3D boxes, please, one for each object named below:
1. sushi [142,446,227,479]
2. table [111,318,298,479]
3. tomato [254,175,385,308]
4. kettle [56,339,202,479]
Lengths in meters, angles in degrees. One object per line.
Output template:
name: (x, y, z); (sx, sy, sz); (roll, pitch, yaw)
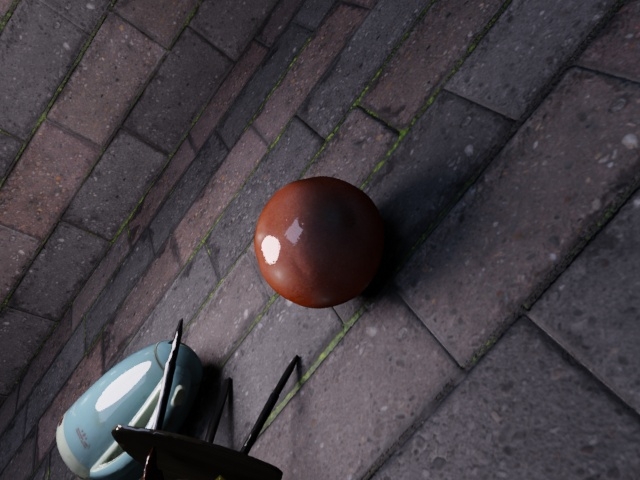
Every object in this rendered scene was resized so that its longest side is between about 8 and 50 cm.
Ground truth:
sushi: (-0.191, 0.494, 0.843); (0.179, 0.296, 0.167); (-57, -10, -68)
table: (-0.216, 0.345, 1.018); (0.317, 0.317, 0.249); (-27, 34, 37)
tomato: (0.000, 0.000, 0.959); (0.224, 0.255, 0.256); (-32, 42, 55)
kettle: (-0.419, 0.405, 1.178); (0.342, 0.247, 0.319); (-46, 26, 7)
